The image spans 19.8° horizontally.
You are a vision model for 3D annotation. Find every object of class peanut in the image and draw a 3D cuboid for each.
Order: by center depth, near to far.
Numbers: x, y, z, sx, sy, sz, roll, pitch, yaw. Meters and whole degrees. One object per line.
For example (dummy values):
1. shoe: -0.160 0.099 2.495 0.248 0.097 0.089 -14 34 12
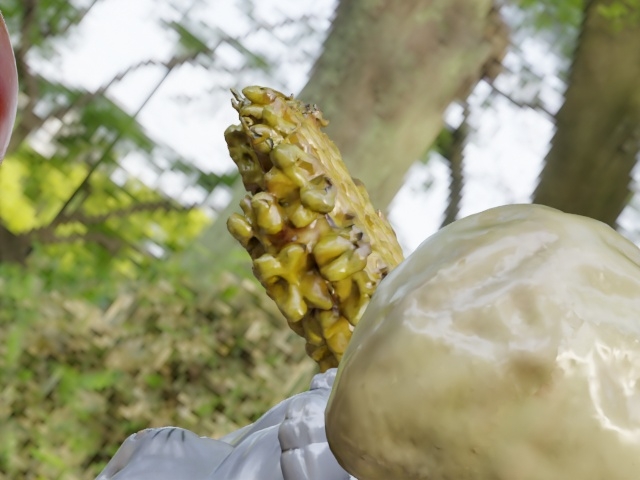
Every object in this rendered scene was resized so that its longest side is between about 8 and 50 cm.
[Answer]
1. peanut: 0.107 0.060 0.526 0.257 0.123 0.123 29 -2 -40

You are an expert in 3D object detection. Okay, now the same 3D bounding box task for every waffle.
1. waffle: 0.000 0.000 1.048 0.197 0.070 0.193 61 8 5

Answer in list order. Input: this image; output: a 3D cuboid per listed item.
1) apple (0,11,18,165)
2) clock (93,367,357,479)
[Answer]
1. apple: -0.235 -0.082 0.870 0.181 0.181 0.168 34 -37 18
2. clock: -0.023 0.096 0.613 0.176 0.117 0.080 20 51 -73
